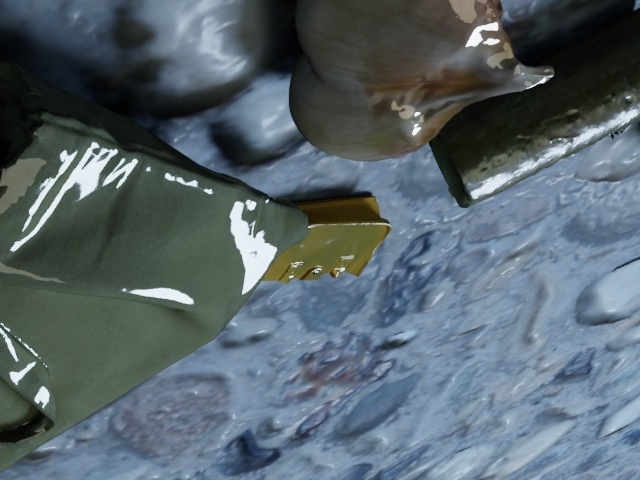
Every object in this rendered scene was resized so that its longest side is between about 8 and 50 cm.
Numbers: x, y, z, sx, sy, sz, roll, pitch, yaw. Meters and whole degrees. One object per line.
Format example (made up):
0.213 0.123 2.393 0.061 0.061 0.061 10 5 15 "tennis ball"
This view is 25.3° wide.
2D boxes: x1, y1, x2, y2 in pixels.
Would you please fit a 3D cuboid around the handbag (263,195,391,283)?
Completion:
0.000 0.000 0.936 0.083 0.027 0.061 -6 144 -35 "handbag"

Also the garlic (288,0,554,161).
0.042 -0.100 0.740 0.124 0.099 0.174 -3 145 -18 "garlic"

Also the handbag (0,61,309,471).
-0.183 0.041 0.734 0.316 0.109 0.253 -31 150 13 "handbag"

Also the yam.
0.150 -0.083 0.901 0.169 0.068 0.068 -27 153 -6 "yam"
